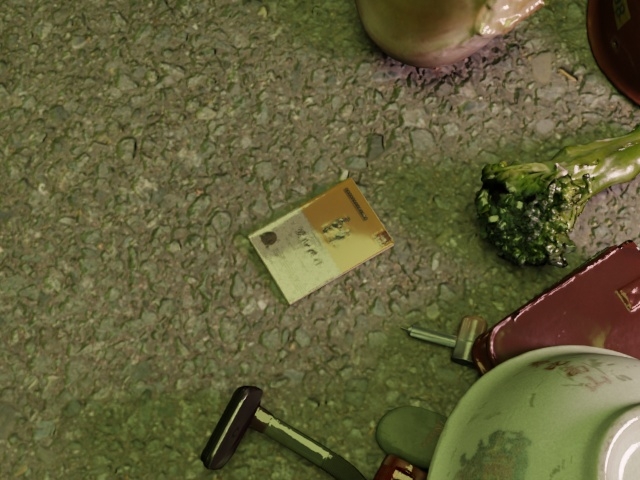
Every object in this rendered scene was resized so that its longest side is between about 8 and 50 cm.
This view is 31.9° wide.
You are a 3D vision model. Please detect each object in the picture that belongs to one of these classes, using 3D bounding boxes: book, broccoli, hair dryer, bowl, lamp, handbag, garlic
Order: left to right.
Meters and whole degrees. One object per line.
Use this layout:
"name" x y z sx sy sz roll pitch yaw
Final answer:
"lamp" -0.038 0.323 1.380 0.283 0.124 0.203 29 86 25
"book" 0.000 0.000 1.563 0.172 0.012 0.118 -30 75 -10
"garlic" 0.133 -0.405 1.585 0.231 0.246 0.340 -33 90 1
"hair dryer" 0.163 0.126 1.513 0.114 0.037 0.063 13 72 12
"broccoli" 0.359 -0.078 1.540 0.304 0.145 0.165 -31 36 -20
"handbag" 0.367 0.165 1.462 0.276 0.084 0.260 -30 80 -14
"bowl" 0.350 0.293 1.245 0.435 0.196 0.434 5 65 -10

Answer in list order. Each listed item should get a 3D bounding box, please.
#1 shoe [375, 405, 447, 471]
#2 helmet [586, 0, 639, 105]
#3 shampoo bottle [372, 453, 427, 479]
"shoe" 0.168 0.269 1.441 0.195 0.078 0.079 25 74 4
"helmet" 0.567 -0.372 1.578 0.338 0.230 0.384 7 73 3
"shampoo bottle" 0.038 0.419 1.389 0.118 0.076 0.314 25 73 23
